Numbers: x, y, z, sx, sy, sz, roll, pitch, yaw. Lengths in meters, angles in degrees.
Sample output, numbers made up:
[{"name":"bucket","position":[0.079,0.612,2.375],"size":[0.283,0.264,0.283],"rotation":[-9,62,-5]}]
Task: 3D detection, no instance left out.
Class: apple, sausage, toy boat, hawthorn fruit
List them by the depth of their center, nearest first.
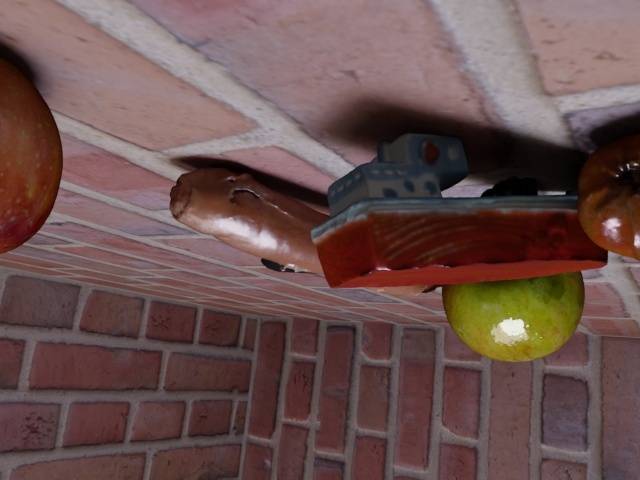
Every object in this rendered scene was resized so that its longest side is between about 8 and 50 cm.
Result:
[{"name":"apple","position":[-0.313,-0.078,0.474],"size":[0.201,0.162,0.201],"rotation":[15,176,1]},{"name":"hawthorn fruit","position":[0.282,-0.037,0.475],"size":[0.128,0.128,0.128],"rotation":[6,168,1]},{"name":"toy boat","position":[0.160,-0.030,0.564],"size":[0.331,0.133,0.145],"rotation":[-1,167,-24]},{"name":"sausage","position":[0.000,0.000,0.771],"size":[0.419,0.094,0.094],"rotation":[20,136,-34]},{"name":"apple","position":[0.265,0.071,0.801],"size":[0.196,0.196,0.196],"rotation":[6,168,1]}]

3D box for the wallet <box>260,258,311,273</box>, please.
[{"name":"wallet","position":[-0.007,0.025,1.059],"size":[0.197,0.051,0.377],"rotation":[6,170,-8]}]
